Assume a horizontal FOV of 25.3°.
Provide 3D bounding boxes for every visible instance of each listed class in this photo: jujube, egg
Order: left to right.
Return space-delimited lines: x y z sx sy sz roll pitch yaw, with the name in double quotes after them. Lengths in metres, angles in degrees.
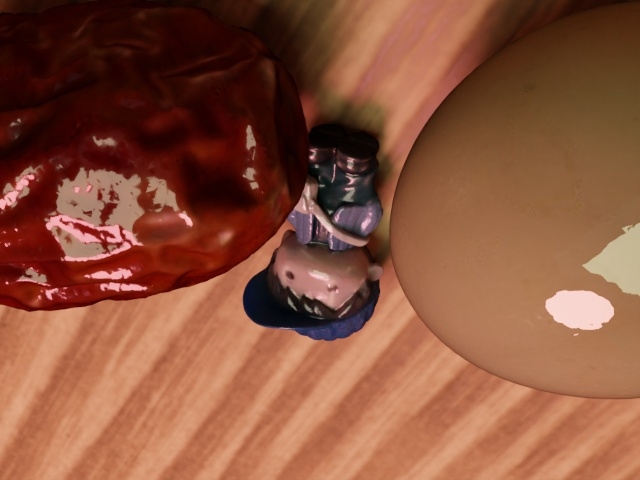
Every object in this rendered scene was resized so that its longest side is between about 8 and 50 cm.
-0.132 -0.046 0.774 0.250 0.174 0.174 -2 131 16 "jujube"
0.140 -0.016 0.683 0.241 0.186 0.186 -20 122 45 "egg"

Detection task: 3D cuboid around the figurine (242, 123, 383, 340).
0.003 -0.004 0.845 0.077 0.079 0.136 16 112 12 "figurine"
